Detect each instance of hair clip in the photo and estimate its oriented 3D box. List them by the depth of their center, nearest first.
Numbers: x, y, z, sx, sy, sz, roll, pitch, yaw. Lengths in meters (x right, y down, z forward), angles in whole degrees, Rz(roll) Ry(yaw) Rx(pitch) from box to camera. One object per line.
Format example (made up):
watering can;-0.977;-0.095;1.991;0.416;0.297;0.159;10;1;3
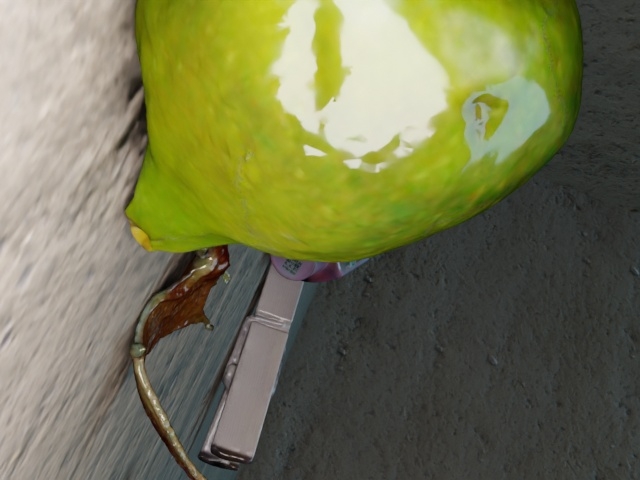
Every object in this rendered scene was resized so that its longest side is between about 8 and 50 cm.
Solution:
hair clip;-0.102;0.190;1.324;0.101;0.085;0.331;110;-3;-66

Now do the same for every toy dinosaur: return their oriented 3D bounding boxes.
toy dinosaur;-0.058;0.020;0.705;0.327;0.113;0.206;-67;177;-51

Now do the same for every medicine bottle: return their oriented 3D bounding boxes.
medicine bottle;0.000;0.000;1.314;0.188;0.094;0.119;-27;110;-61

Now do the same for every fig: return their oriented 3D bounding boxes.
fig;-0.012;-0.065;0.429;0.275;0.206;0.206;-43;-166;39
